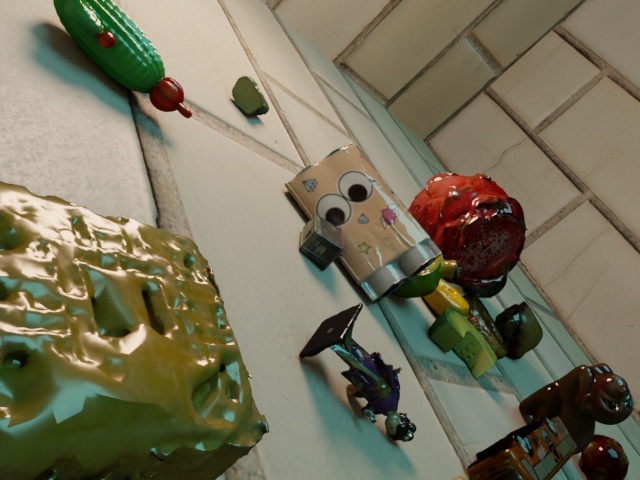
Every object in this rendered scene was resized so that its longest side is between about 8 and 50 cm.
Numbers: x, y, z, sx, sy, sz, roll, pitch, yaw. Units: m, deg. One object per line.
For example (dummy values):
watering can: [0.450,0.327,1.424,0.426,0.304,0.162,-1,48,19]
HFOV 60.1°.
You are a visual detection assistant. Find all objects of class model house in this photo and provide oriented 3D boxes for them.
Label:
model house: [-0.152,-0.324,1.247,0.078,0.066,0.083,51,19,3]

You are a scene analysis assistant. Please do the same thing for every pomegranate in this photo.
pomegranate: [0.202,0.066,1.167,0.169,0.122,0.143,22,29,8]

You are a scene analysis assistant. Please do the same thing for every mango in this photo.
mango: [0.281,0.129,1.312,0.187,0.066,0.101,49,28,16]

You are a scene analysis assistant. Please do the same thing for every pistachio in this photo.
pistachio: [0.548,0.251,1.557,0.210,0.131,0.165,17,77,-55]

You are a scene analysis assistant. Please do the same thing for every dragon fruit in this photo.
dragon fruit: [0.366,-0.028,1.432,0.302,0.295,0.296,39,10,38]

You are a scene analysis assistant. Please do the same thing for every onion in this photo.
onion: [0.674,0.526,1.323,0.118,0.119,0.117,16,52,-56]

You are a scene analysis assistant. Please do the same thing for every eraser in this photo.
eraser: [0.081,-0.037,1.086,0.290,0.171,0.087,54,-13,15]

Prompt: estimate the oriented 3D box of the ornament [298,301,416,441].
ornament: [0.065,0.195,0.738,0.203,0.088,0.081,58,39,-5]

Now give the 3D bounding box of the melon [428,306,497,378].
melon: [0.312,0.222,1.209,0.209,0.064,0.118,44,19,-17]

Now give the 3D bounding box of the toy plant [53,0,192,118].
toy plant: [-0.302,-0.292,0.859,0.240,0.088,0.154,41,5,-38]

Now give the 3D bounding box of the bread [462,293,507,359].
bread: [0.406,0.220,1.407,0.193,0.064,0.193,46,21,-24]

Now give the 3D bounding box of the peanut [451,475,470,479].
peanut: [0.212,0.359,0.790,0.083,0.037,0.037,31,26,-34]

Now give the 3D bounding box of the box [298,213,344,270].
box: [0.000,0.000,0.985,0.063,0.060,0.084,33,24,-16]

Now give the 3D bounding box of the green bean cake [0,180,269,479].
green bean cake: [-0.166,0.078,0.393,0.224,0.131,0.229,20,33,-50]

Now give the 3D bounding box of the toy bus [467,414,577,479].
toy bus: [0.376,0.385,0.997,0.409,0.093,0.092,14,42,-55]

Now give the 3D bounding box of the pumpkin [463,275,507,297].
pumpkin: [0.483,0.084,1.680,0.190,0.146,0.190,43,19,-19]

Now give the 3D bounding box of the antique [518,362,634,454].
antique: [0.552,0.362,1.183,0.121,0.257,0.143,7,46,-34]
